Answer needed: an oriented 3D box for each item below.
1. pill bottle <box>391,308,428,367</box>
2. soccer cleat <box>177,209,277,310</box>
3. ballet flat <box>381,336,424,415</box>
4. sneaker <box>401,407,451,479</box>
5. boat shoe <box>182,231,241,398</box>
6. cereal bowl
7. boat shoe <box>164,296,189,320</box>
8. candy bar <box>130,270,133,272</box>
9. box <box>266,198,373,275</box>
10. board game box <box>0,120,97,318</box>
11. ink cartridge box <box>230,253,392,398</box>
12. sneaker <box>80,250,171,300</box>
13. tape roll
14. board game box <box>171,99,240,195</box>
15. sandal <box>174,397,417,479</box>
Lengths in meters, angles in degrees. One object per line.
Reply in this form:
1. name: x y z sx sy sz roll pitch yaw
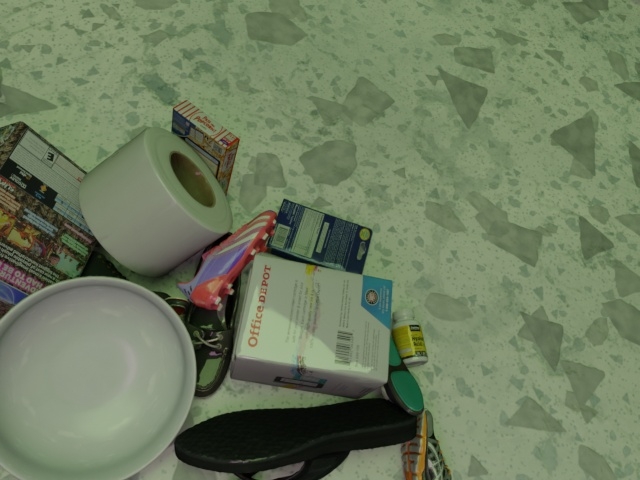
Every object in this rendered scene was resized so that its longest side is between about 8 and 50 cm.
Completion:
1. pill bottle: 0.188 0.209 1.083 0.065 0.065 0.116 -3 64 -14
2. soccer cleat: -0.173 0.023 0.985 0.095 0.083 0.248 29 64 7
3. ballet flat: 0.145 0.274 1.017 0.074 0.074 0.203 -8 44 -17
4. sneaker: 0.208 0.435 0.969 0.083 0.084 0.215 7 71 -13
5. boat shoe: -0.220 0.136 1.007 0.112 0.095 0.335 9 62 -9
6. cereal bowl: -0.392 0.231 0.864 0.338 0.141 0.339 2 85 -26
7. boat shoe: -0.287 0.147 0.965 0.049 0.137 0.043 20 54 -23
8. candy bar: -0.404 -0.004 1.080 0.040 0.018 0.162 -16 69 -16
9. box: 0.000 0.000 1.162 0.225 0.036 0.136 19 61 -2
10. board game box: -0.553 -0.022 0.916 0.141 0.232 0.291 -5 56 29
11. ink cartridge box: -0.023 0.174 0.976 0.270 0.197 0.198 12 62 -7
12. sneaker: -0.402 0.082 1.000 0.222 0.083 0.118 5 62 -10
13. tape roll: -0.311 -0.073 0.980 0.169 0.246 0.246 -32 70 13
14. board game box: -0.262 -0.187 1.105 0.146 0.193 0.045 38 52 6
15. sandal: -0.028 0.371 0.893 0.445 0.167 0.107 1 95 -20
